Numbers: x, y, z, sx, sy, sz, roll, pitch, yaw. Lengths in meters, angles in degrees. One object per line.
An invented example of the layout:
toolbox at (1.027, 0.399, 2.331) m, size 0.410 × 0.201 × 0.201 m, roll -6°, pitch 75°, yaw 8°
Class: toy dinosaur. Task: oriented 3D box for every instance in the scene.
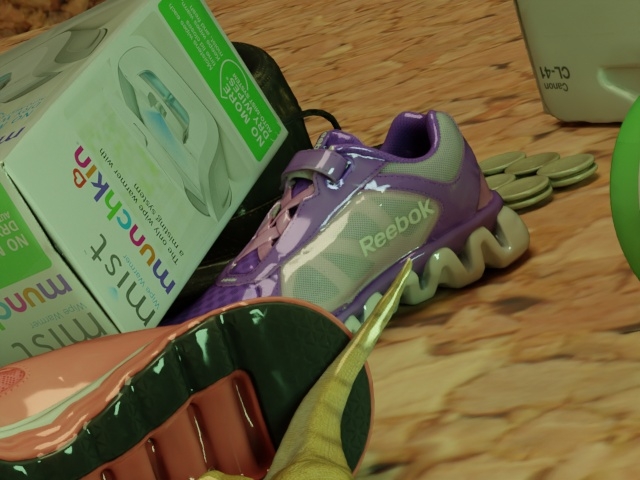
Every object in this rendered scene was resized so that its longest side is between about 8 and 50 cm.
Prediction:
toy dinosaur at (-0.008, 0.100, 0.735) m, size 0.112 × 0.064 × 0.211 m, roll -11°, pitch 34°, yaw 5°

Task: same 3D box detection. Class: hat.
hat at (-0.095, -0.057, 1.280) m, size 0.331 × 0.134 × 0.331 m, roll -21°, pitch 13°, yaw 5°

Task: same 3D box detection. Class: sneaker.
sneaker at (0.000, 0.000, 1.020) m, size 0.236 × 0.104 × 0.095 m, roll -28°, pitch 18°, yaw -30°
sneaker at (-0.134, 0.111, 0.805) m, size 0.314 × 0.116 × 0.136 m, roll -16°, pitch 2°, yaw -21°

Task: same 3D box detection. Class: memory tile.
memory tile at (0.090, -0.023, 1.183) m, size 0.148 × 0.012 × 0.113 m, roll -25°, pitch 15°, yaw -26°

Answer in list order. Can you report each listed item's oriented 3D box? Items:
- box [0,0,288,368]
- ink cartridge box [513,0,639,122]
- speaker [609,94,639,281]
box at (-0.183, -0.006, 1.058) m, size 0.262 × 0.127 × 0.231 m, roll -21°, pitch 22°, yaw 32°
ink cartridge box at (0.315, -0.190, 1.300) m, size 0.306 × 0.131 × 0.226 m, roll -24°, pitch 15°, yaw -27°
speaker at (0.255, -0.024, 0.733) m, size 0.131 × 0.131 × 0.296 m, roll -28°, pitch 17°, yaw -35°
